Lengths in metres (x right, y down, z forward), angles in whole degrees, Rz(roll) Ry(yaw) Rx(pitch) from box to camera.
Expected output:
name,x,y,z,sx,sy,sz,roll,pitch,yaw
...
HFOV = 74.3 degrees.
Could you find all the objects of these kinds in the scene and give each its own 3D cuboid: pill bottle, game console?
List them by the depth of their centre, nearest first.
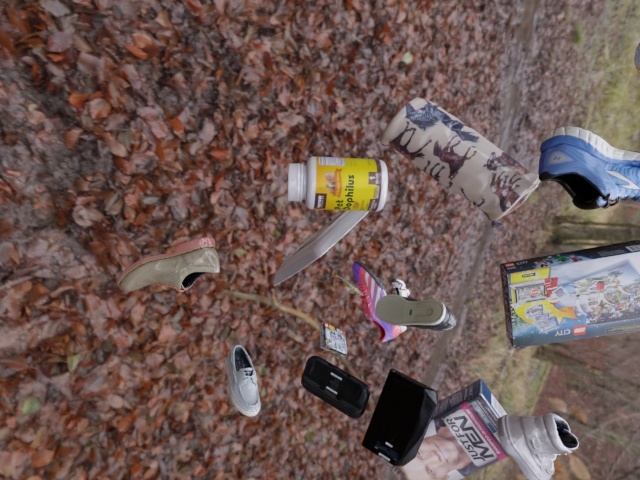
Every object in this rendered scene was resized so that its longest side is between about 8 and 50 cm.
name,x,y,z,sx,sy,sz,roll,pitch,yaw
pill bottle,0.035,-0.126,0.945,0.117,0.214,0.117,-178,-90,-86
game console,0.109,0.411,1.115,0.044,0.361,0.213,12,100,-64

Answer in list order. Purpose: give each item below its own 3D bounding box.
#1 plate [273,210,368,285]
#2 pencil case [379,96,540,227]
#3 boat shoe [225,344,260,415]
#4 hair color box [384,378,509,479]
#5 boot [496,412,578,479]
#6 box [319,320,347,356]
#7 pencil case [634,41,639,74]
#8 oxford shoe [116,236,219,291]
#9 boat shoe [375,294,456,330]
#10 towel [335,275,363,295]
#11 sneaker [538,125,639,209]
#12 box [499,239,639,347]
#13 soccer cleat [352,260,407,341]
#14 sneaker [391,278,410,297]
name,x,y,z,sx,sy,sz,roll,pitch,yaw
plate,0.000,0.000,1.203,0.045,0.278,0.277,51,52,-4
pencil case,0.353,-0.214,1.121,0.160,0.410,0.183,-47,170,-26
boat shoe,-0.230,0.408,1.256,0.079,0.227,0.081,6,120,-32
hair color box,0.348,0.552,1.165,0.347,0.174,0.105,-39,171,21
boot,0.480,0.441,0.891,0.258,0.123,0.095,44,39,-33
box,0.047,0.362,1.553,0.137,0.027,0.094,35,39,-44
pencil case,0.640,-0.277,0.699,0.124,0.113,0.273,97,-1,-45
oxford shoe,-0.474,0.106,1.308,0.123,0.348,0.130,16,53,-74
boat shoe,0.236,0.191,1.090,0.079,0.233,0.084,28,71,-35
towel,0.077,0.120,1.134,0.060,0.083,0.009,34,90,-30
sneaker,0.623,-0.118,0.915,0.130,0.329,0.147,80,32,-81
box,0.451,0.099,0.752,0.044,0.233,0.159,-79,156,-67
soccer cleat,0.194,0.225,1.563,0.116,0.108,0.318,-33,93,-11
sneaker,0.280,0.175,1.488,0.109,0.040,0.044,49,59,-32
